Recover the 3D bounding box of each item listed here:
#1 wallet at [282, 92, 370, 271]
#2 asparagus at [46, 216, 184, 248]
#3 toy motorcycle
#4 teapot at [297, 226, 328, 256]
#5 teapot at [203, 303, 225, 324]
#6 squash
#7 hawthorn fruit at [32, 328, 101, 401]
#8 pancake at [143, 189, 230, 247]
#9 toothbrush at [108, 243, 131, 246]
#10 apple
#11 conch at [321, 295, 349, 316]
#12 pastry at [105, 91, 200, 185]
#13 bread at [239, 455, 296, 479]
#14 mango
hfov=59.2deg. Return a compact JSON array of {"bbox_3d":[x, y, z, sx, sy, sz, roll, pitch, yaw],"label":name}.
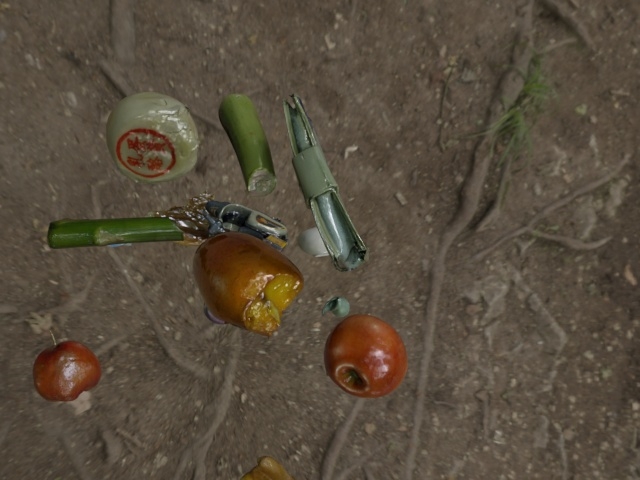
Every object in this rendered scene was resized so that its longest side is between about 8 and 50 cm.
[{"bbox_3d":[0.004,-0.100,1.042,0.077,0.223,0.310,-22,80,6],"label":"wallet"},{"bbox_3d":[-0.424,-0.020,1.176,0.277,0.067,0.060,-4,109,-9],"label":"asparagus"},{"bbox_3d":[-0.209,-0.036,1.536,0.263,0.157,0.091,26,113,5],"label":"toy motorcycle"},{"bbox_3d":[0.000,0.000,1.640,0.145,0.226,0.092,-3,79,-32],"label":"teapot"},{"bbox_3d":[-0.316,0.182,1.841,0.116,0.146,0.148,1,112,-3],"label":"teapot"},{"bbox_3d":[-0.149,-0.205,1.150,0.083,0.083,0.250,-15,60,-13],"label":"squash"},{"bbox_3d":[-0.510,0.255,1.128,0.125,0.125,0.140,-23,72,-14],"label":"hawthorn fruit"},{"bbox_3d":[-0.380,-0.077,1.689,0.266,0.057,0.245,22,47,-14],"label":"pancake"},{"bbox_3d":[-0.594,0.011,1.607,0.017,0.162,0.014,-10,86,17],"label":"toothbrush"},{"bbox_3d":[0.083,0.221,1.063,0.163,0.163,0.139,44,32,0],"label":"apple"},{"bbox_3d":[0.048,0.208,1.791,0.088,0.180,0.065,-3,71,8],"label":"conch"},{"bbox_3d":[-0.454,-0.274,1.531,0.264,0.265,0.133,-2,39,-11],"label":"pastry"},{"bbox_3d":[-0.054,0.363,0.619,0.143,0.229,0.139,-33,51,-26],"label":"bread"},{"bbox_3d":[-0.157,0.077,1.145,0.201,0.350,0.199,-6,105,-26],"label":"mango"}]
